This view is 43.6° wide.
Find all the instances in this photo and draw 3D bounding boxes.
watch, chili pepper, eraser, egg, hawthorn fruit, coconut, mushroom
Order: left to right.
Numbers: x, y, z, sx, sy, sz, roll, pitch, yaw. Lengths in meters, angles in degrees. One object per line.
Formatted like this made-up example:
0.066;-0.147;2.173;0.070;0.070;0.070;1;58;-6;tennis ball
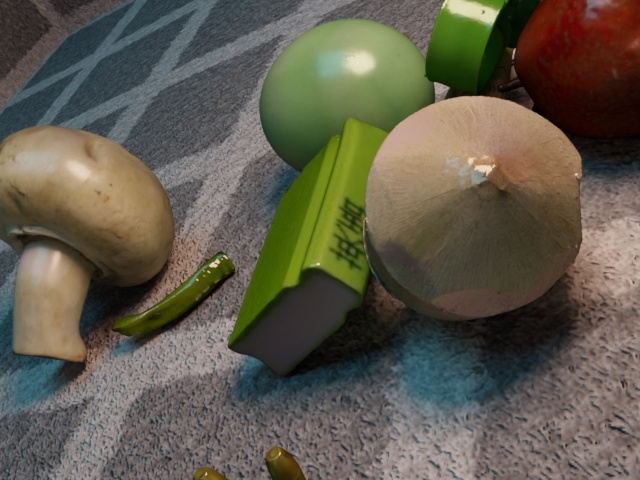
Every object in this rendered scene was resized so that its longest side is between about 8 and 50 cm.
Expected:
-0.363;-0.013;1.245;0.315;0.356;0.315;-22;8;3;mushroom
-0.211;0.087;1.154;0.201;0.050;0.052;-34;-8;-1;chili pepper
0.000;0.000;0.951;0.210;0.092;0.274;-46;18;44;eraser
0.033;-0.191;1.111;0.269;0.220;0.220;-6;41;55;egg
0.144;-0.026;0.759;0.224;0.224;0.234;-46;0;-15;coconut
0.196;-0.245;0.975;0.131;0.165;0.152;22;75;15;watch
0.304;-0.210;0.889;0.248;0.208;0.208;-7;41;52;hawthorn fruit

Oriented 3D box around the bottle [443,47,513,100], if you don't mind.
0.213;-0.199;1.060;0.083;0.083;0.270;-4;49;42;bottle

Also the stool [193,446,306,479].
-0.051;0.260;0.702;0.135;0.110;0.134;-46;33;-13;stool

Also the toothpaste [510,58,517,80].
0.280;-0.242;1.120;0.218;0.033;0.052;-31;27;19;toothpaste

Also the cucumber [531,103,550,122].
0.267;-0.135;0.979;0.043;0.039;0.163;0;45;16;cucumber
